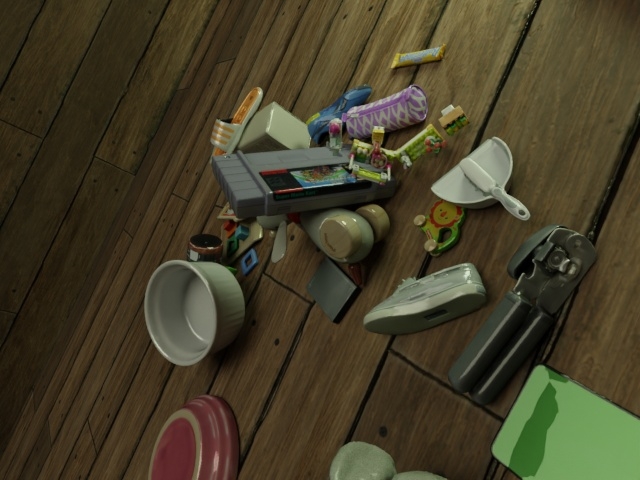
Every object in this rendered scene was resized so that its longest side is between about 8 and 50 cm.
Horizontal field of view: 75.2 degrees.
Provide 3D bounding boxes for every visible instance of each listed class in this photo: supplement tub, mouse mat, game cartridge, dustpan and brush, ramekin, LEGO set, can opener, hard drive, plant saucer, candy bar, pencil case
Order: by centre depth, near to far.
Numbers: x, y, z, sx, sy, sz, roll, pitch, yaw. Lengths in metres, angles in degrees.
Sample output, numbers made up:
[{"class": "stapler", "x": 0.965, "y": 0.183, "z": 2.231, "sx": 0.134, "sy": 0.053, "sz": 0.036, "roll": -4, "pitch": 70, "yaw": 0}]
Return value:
[{"class": "mouse mat", "x": 0.324, "y": 0.265, "z": 0.519, "sx": 0.189, "sy": 0.007, "sz": 0.153, "roll": 30, "pitch": 93, "yaw": 51}, {"class": "can opener", "x": 0.289, "y": 0.104, "z": 0.617, "sx": 0.284, "sy": 0.075, "sz": 0.095, "roll": -57, "pitch": 7, "yaw": 9}, {"class": "dustpan and brush", "x": 0.287, "y": -0.092, "z": 0.708, "sx": 0.147, "sy": 0.060, "sz": 0.211, "roll": -40, "pitch": 47, "yaw": 13}, {"class": "LEGO set", "x": 0.154, "y": -0.182, "z": 0.837, "sx": 0.286, "sy": 0.132, "sz": 0.107, "roll": -2, "pitch": 33, "yaw": 11}, {"class": "game cartridge", "x": -0.037, "y": -0.143, "z": 0.909, "sx": 0.230, "sy": 0.354, "sz": 0.068, "roll": -132, "pitch": 38, "yaw": -52}, {"class": "hard drive", "x": 0.026, "y": 0.108, "z": 0.931, "sx": 0.094, "sy": 0.022, "sz": 0.135, "roll": -57, "pitch": 39, "yaw": 9}, {"class": "pencil case", "x": 0.147, "y": -0.297, "z": 0.970, "sx": 0.205, "sy": 0.088, "sz": 0.087, "roll": -5, "pitch": 68, "yaw": 46}, {"class": "candy bar", "x": 0.237, "y": -0.445, "z": 1.008, "sx": 0.161, "sy": 0.018, "sz": 0.040, "roll": 20, "pitch": 85, "yaw": 52}, {"class": "plant saucer", "x": -0.332, "y": 0.557, "z": 1.036, "sx": 0.332, "sy": 0.084, "sz": 0.333, "roll": -25, "pitch": 53, "yaw": 38}, {"class": "ramekin", "x": -0.338, "y": 0.186, "z": 1.137, "sx": 0.276, "sy": 0.135, "sz": 0.278, "roll": 2, "pitch": 94, "yaw": 31}, {"class": "supplement tub", "x": -0.360, "y": 0.087, "z": 1.281, "sx": 0.106, "sy": 0.105, "sz": 0.198, "roll": 44, "pitch": 129, "yaw": 50}]

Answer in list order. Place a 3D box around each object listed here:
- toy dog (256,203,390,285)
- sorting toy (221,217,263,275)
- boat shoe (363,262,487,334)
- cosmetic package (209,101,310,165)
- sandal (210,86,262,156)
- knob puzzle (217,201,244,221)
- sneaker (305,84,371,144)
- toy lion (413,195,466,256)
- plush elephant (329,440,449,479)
[{"class": "toy dog", "x": 0.000, "y": 0.000, "z": 0.918, "sx": 0.333, "sy": 0.219, "sz": 0.161, "roll": 24, "pitch": 120, "yaw": 59}, {"class": "sorting toy", "x": -0.263, "y": -0.036, "z": 1.320, "sx": 0.195, "sy": 0.047, "sz": 0.348, "roll": -35, "pitch": 46, "yaw": 31}, {"class": "boat shoe", "x": 0.176, "y": 0.103, "z": 0.731, "sx": 0.227, "sy": 0.079, "sz": 0.081, "roll": -26, "pitch": 42, "yaw": 31}, {"class": "cosmetic package", "x": -0.191, "y": -0.289, "z": 1.293, "sx": 0.309, "sy": 0.160, "sz": 0.113, "roll": -13, "pitch": 60, "yaw": 43}, {"class": "sandal", "x": -0.269, "y": -0.350, "z": 1.228, "sx": 0.102, "sy": 0.076, "sz": 0.266, "roll": 34, "pitch": 94, "yaw": 52}, {"class": "knob puzzle", "x": -0.220, "y": -0.137, "z": 1.293, "sx": 0.212, "sy": 0.030, "sz": 0.213, "roll": -20, "pitch": 40, "yaw": 18}, {"class": "sneaker", "x": 0.058, "y": -0.336, "z": 1.125, "sx": 0.209, "sy": 0.069, "sz": 0.082, "roll": -29, "pitch": 82, "yaw": 25}, {"class": "toy lion", "x": 0.230, "y": -0.032, "z": 0.776, "sx": 0.096, "sy": 0.034, "sz": 0.100, "roll": -32, "pitch": 48, "yaw": 23}, {"class": "plush elephant", "x": 0.104, "y": 0.412, "z": 0.516, "sx": 0.271, "sy": 0.255, "sz": 0.330, "roll": 25, "pitch": 129, "yaw": 15}]
